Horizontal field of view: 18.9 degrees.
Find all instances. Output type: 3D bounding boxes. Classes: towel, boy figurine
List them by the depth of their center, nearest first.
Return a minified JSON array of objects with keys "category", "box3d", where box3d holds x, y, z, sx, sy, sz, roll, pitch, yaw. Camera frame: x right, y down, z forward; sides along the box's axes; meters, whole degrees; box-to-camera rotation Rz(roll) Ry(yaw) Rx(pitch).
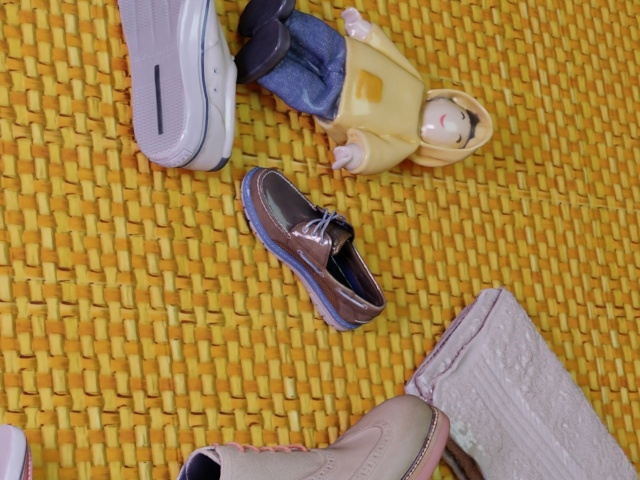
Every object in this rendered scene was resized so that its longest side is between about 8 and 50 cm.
[{"category":"boy figurine","box3d":[0.046,-0.137,1.881,0.285,0.092,0.177,27,55,-28]},{"category":"towel","box3d":[0.208,0.198,1.927,0.282,0.049,0.187,52,49,-14]}]

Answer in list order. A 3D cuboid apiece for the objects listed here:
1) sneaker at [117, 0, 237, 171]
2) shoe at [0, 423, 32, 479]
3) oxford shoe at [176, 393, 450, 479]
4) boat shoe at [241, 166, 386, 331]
[{"category":"sneaker","box3d":[-0.125,-0.182,1.760,0.091,0.094,0.258,23,63,-55]},{"category":"shoe","box3d":[-0.240,0.239,1.510,0.081,0.063,0.178,24,65,-34]},{"category":"oxford shoe","box3d":[-0.032,0.217,1.651,0.397,0.140,0.146,-35,92,-45]},{"category":"boat shoe","box3d":[0.000,0.000,1.803,0.183,0.066,0.066,51,48,-15]}]
